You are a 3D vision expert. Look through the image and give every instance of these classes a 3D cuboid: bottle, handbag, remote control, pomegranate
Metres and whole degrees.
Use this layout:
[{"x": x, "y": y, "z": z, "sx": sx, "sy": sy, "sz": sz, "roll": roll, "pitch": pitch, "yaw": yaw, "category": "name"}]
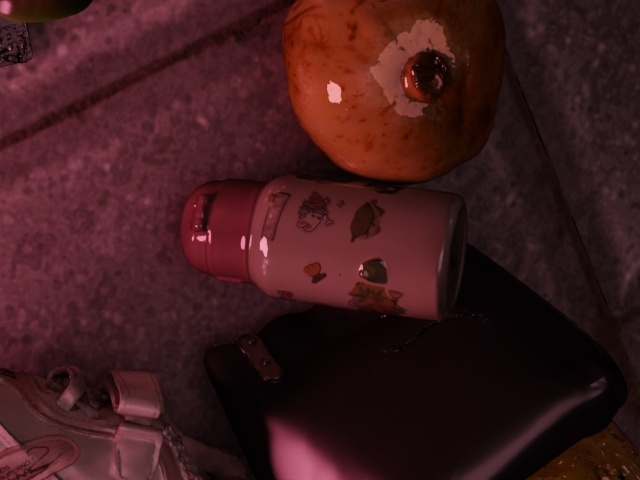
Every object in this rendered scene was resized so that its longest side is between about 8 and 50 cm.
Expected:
[{"x": 0.000, "y": 0.000, "z": 1.782, "sx": 0.253, "sy": 0.120, "sz": 0.120, "roll": 8, "pitch": 97, "yaw": 13, "category": "bottle"}, {"x": 0.070, "y": 0.141, "z": 1.830, "sx": 0.342, "sy": 0.152, "sz": 0.288, "roll": -35, "pitch": 71, "yaw": -13, "category": "handbag"}, {"x": -0.279, "y": -0.201, "z": 1.740, "sx": 0.039, "sy": 0.014, "sz": 0.096, "roll": -13, "pitch": 105, "yaw": -19, "category": "remote control"}, {"x": 0.074, "y": -0.158, "z": 1.778, "sx": 0.215, "sy": 0.215, "sz": 0.215, "roll": -4, "pitch": 100, "yaw": -20, "category": "pomegranate"}]

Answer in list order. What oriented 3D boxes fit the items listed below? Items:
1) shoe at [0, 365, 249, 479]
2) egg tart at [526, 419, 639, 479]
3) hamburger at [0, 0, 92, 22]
[{"x": -0.218, "y": 0.184, "z": 1.740, "sx": 0.198, "sy": 0.172, "sz": 0.351, "roll": -43, "pitch": 123, "yaw": 1, "category": "shoe"}, {"x": 0.206, "y": 0.291, "z": 1.960, "sx": 0.291, "sy": 0.107, "sz": 0.291, "roll": 0, "pitch": 90, "yaw": -27, "category": "egg tart"}, {"x": -0.255, "y": -0.389, "z": 1.575, "sx": 0.396, "sy": 0.277, "sz": 0.395, "roll": -2, "pitch": 95, "yaw": -20, "category": "hamburger"}]
